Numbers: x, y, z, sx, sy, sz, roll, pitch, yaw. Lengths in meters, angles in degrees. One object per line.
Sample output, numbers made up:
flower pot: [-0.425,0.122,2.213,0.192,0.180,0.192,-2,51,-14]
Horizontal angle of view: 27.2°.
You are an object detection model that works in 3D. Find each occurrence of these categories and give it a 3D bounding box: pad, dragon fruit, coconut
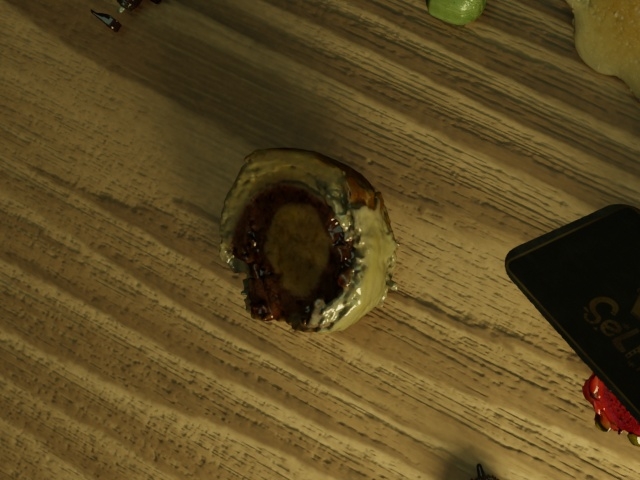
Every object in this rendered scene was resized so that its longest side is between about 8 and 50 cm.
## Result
pad: [0.393,0.102,1.592,0.315,0.063,0.375,-24,57,-27]
dragon fruit: [0.436,0.174,1.666,0.207,0.150,0.133,-19,106,0]
coconut: [0.184,-0.342,1.825,0.096,0.088,0.088,31,90,10]

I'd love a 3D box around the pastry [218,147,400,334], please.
pastry: [-0.005,-0.007,1.778,0.256,0.170,0.237,11,102,44]

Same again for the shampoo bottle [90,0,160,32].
shampoo bottle: [-0.244,-0.410,1.954,0.068,0.067,0.236,37,92,8]

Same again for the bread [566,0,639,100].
bread: [0.438,-0.310,1.687,0.316,0.054,0.316,21,126,32]

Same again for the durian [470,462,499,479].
durian: [0.216,0.358,1.721,0.110,0.071,0.140,-15,73,11]
